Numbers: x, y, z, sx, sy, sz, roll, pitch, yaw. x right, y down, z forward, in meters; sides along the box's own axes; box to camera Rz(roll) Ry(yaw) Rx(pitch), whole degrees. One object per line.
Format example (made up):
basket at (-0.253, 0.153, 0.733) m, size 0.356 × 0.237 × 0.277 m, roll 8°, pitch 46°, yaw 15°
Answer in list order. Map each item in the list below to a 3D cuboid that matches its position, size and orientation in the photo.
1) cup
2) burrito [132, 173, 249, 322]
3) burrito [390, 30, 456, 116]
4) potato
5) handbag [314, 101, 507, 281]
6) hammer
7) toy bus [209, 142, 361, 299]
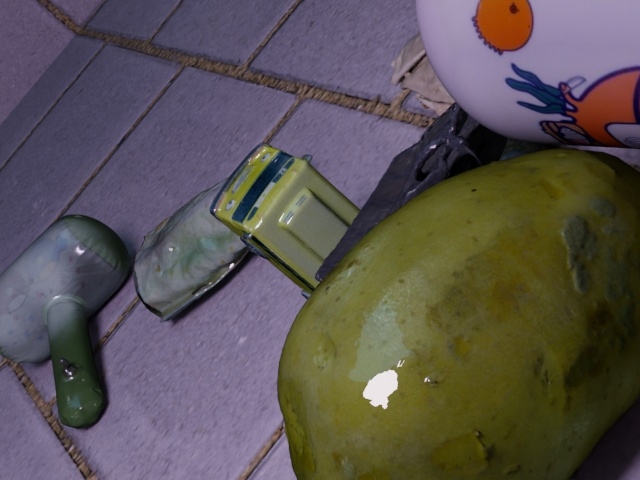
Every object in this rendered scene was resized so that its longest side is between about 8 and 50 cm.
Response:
cup at (0.230, -0.160, 0.876) m, size 0.317 × 0.212 × 0.212 m, roll 6°, pitch 56°, yaw 38°
burrito at (-0.111, -0.014, 1.523) m, size 0.229 × 0.089 × 0.144 m, roll -36°, pitch 30°, yaw 30°
burrito at (0.172, -0.153, 1.260) m, size 0.117 × 0.076 × 0.392 m, roll -56°, pitch 25°, yaw -7°
potato at (0.102, 0.063, 0.900) m, size 0.304 × 0.216 × 0.216 m, roll -48°, pitch 23°, yaw -17°
handbag at (0.095, -0.047, 1.109) m, size 0.270 × 0.088 × 0.175 m, roll -55°, pitch -3°, yaw -43°
hammer at (-0.305, 0.111, 1.651) m, size 0.206 × 0.119 × 0.335 m, roll -46°, pitch 31°, yaw 11°
toy bus at (0.000, 0.000, 1.207) m, size 0.088 × 0.175 × 0.101 m, roll -53°, pitch 27°, yaw -7°
